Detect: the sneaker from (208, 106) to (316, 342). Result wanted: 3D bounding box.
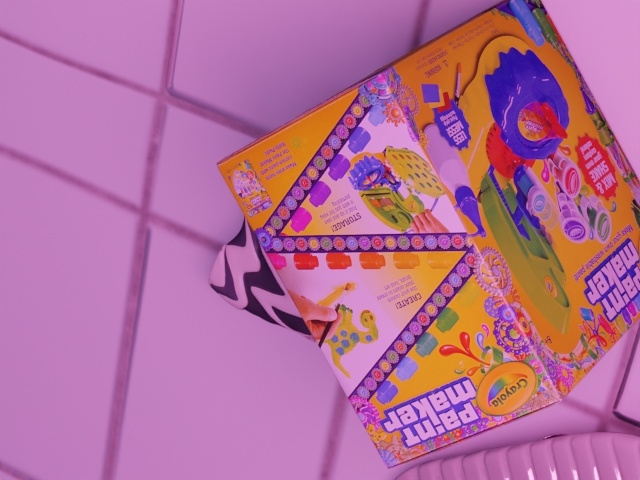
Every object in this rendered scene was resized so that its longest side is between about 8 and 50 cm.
[{"bbox_3d":[0.000,0.000,1.744,0.153,0.094,0.235,36,124,12],"label":"sneaker"}]

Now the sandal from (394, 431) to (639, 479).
[{"bbox_3d":[0.231,0.245,1.710,0.416,0.102,0.169,0,95,44],"label":"sandal"}]

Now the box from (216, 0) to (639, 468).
[{"bbox_3d":[0.115,-0.017,1.546,0.177,0.290,0.279,-26,96,35],"label":"box"}]
